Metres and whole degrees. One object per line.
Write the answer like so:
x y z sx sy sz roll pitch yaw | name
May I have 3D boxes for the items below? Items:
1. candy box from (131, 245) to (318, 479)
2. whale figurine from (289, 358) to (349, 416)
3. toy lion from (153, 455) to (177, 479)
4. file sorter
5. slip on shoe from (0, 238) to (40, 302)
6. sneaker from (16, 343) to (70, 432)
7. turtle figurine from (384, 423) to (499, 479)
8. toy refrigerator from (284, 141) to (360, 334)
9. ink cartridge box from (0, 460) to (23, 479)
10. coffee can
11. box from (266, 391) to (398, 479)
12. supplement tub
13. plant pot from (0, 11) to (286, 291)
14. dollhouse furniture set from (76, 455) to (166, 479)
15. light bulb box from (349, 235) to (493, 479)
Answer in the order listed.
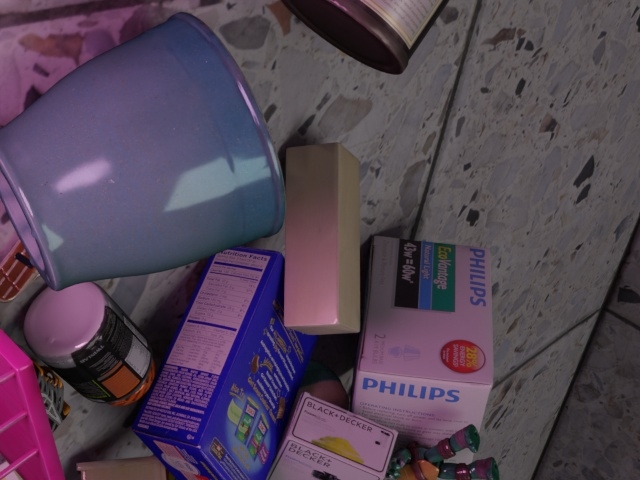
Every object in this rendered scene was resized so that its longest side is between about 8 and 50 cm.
-0.128 0.205 1.558 0.268 0.122 0.317 69 38 -54 | candy box
-0.087 0.306 1.839 0.272 0.141 0.216 -28 151 -2 | whale figurine
-0.222 0.364 1.696 0.100 0.096 0.034 -54 151 -6 | toy lion
-0.423 0.217 1.153 0.182 0.202 0.290 -33 143 -31 | file sorter
-0.343 0.019 1.242 0.135 0.051 0.041 -55 -169 -19 | slip on shoe
-0.372 0.187 1.325 0.083 0.084 0.214 -40 156 -29 | sneaker
0.161 0.380 1.687 0.234 0.118 0.175 -25 130 20 | turtle figurine
0.000 0.000 1.549 0.102 0.094 0.269 30 58 -67 | toy refrigerator
-0.446 0.412 1.336 0.235 0.171 0.056 -32 174 -38 | ink cartridge box
0.099 -0.384 1.346 0.275 0.202 0.201 -56 151 -3 | coffee can
-0.002 0.378 1.704 0.290 0.169 0.087 115 -2 -50 | box
-0.292 0.139 1.353 0.117 0.117 0.190 -49 150 -15 | supplement tub
-0.216 -0.076 1.141 0.255 0.271 0.271 -26 141 -19 | plant pot
-0.349 0.469 1.630 0.287 0.198 0.303 -3 160 -11 | dollhouse furniture set
0.172 0.243 1.882 0.357 0.225 0.361 -80 176 -51 | light bulb box
